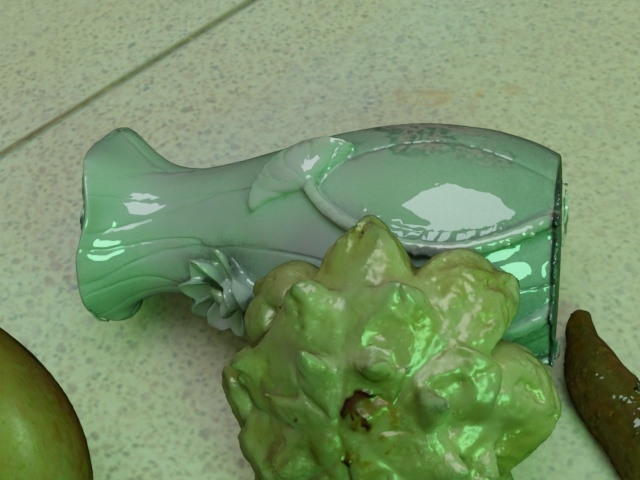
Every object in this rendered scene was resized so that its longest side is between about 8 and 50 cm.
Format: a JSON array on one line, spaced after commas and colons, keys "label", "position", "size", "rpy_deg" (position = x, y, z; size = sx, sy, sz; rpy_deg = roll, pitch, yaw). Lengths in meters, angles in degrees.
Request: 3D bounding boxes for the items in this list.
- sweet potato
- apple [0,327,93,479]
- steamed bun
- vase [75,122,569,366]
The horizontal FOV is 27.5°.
[{"label": "sweet potato", "position": [0.279, 0.175, 1.126], "size": [0.066, 0.072, 0.314], "rpy_deg": [-10, 48, -21]}, {"label": "apple", "position": [-0.344, 0.183, 1.025], "size": [0.319, 0.319, 0.277], "rpy_deg": [-16, 55, -7]}, {"label": "steamed bun", "position": [0.043, 0.145, 1.031], "size": [0.295, 0.292, 0.137], "rpy_deg": [-35, 3, 23]}, {"label": "vase", "position": [0.000, 0.000, 1.196], "size": [0.445, 0.250, 0.250], "rpy_deg": [4, 52, 14]}]
